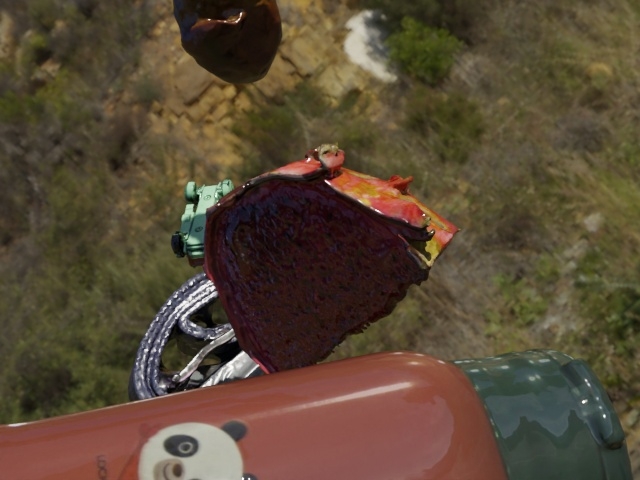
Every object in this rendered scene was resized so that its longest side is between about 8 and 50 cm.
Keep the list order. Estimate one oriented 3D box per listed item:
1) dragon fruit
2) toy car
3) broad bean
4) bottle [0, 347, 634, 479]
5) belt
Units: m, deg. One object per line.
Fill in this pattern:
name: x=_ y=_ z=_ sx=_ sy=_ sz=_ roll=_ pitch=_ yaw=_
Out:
dragon fruit: x=0.002 y=-0.010 z=0.735 sx=0.126 sy=0.161 sz=0.274 roll=-49 pitch=3 yaw=-40
toy car: x=-0.161 y=-0.028 z=1.261 sx=0.073 sy=0.054 sz=0.143 roll=-7 pitch=43 yaw=11
broad bean: x=-0.136 y=-0.326 z=1.343 sx=0.228 sy=0.156 sz=0.122 roll=76 pitch=-156 yaw=-62
bottle: x=-0.010 y=0.133 z=0.444 sx=0.336 sy=0.144 sz=0.144 roll=-10 pitch=-3 yaw=-12
belt: x=-0.096 y=0.101 z=0.937 sx=0.230 sy=0.139 sz=0.126 roll=-42 pitch=-3 yaw=-23
